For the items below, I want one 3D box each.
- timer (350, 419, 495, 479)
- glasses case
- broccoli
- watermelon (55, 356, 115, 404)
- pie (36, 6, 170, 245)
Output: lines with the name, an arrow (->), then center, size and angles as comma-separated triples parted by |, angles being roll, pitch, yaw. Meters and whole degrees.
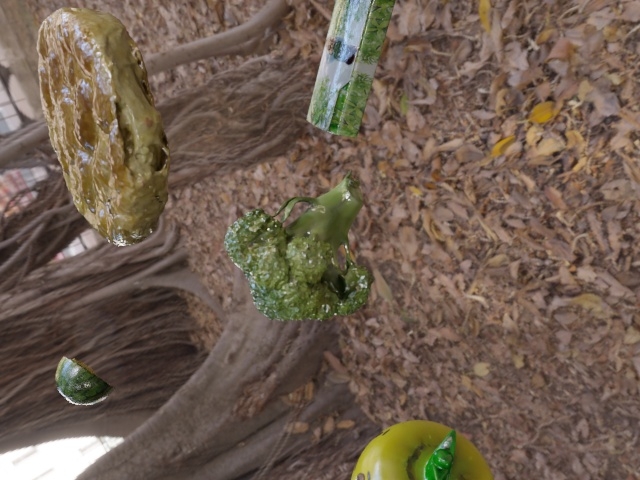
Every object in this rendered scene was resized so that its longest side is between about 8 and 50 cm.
timer -> 0.188, 0.427, 0.954 | 0.285, 0.285, 0.285 | 43, 149, 34
glasses case -> 0.050, -0.316, 0.907 | 0.095, 0.062, 0.272 | 41, 124, 48
broccoli -> -0.002, 0.028, 1.003 | 0.253, 0.302, 0.186 | 66, 170, -2
watermelon -> -0.412, 0.247, 0.941 | 0.106, 0.062, 0.105 | 25, 152, 15
pie -> -0.310, -0.154, 0.766 | 0.340, 0.083, 0.339 | 26, 125, 45
